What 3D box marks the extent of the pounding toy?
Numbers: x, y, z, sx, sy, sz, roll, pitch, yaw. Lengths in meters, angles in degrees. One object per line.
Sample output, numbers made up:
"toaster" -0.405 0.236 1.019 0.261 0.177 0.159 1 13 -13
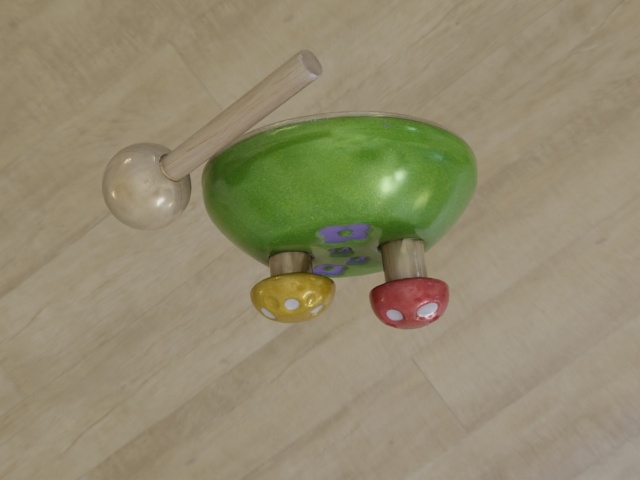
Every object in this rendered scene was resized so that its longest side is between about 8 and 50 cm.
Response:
"pounding toy" 0.000 0.000 0.576 0.183 0.237 0.110 -19 66 33
